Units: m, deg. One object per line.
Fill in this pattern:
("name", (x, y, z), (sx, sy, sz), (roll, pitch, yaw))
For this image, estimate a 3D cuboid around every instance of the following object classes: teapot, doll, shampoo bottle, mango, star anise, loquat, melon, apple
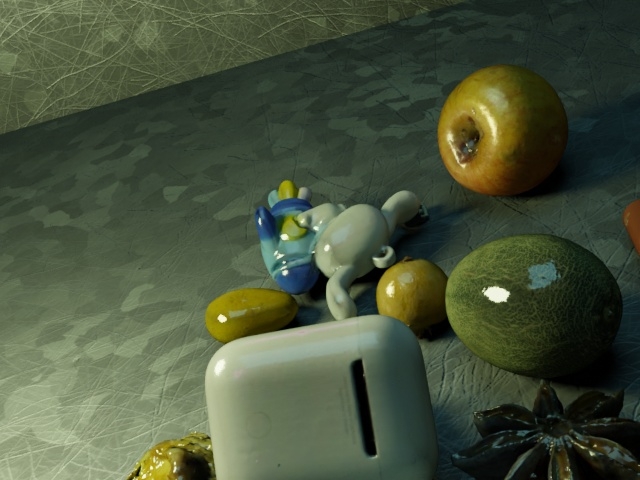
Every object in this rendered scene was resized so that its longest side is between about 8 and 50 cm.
("teapot", (0.207, -0.063, 2.456), (0.088, 0.066, 0.057), (-6, 43, -26))
("doll", (0.000, 0.008, 2.345), (0.365, 0.187, 0.376), (13, 28, 26))
("shampoo bottle", (0.647, 0.010, 2.062), (0.085, 0.085, 0.244), (-14, 31, 7))
("mango", (-0.141, 0.156, 2.229), (0.195, 0.098, 0.137), (-6, 28, 6))
("star anise", (0.363, 0.327, 1.643), (0.332, 0.117, 0.331), (-8, 25, 3))
("loquat", (0.181, 0.110, 2.082), (0.163, 0.163, 0.137), (-37, 14, -30))
("melon", (0.365, 0.112, 1.874), (0.248, 0.248, 0.329), (-38, 27, -32))
("apple", (0.419, -0.248, 2.433), (0.275, 0.299, 0.299), (-3, 17, -37))

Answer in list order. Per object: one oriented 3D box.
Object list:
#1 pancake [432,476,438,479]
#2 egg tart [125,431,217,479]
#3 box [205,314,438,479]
("pancake", (0.095, 0.438, 1.658), (0.212, 0.056, 0.257), (-10, 22, -1))
("egg tart", (-0.254, 0.419, 1.816), (0.297, 0.132, 0.297), (-18, 26, 9))
("box", (-0.001, 0.275, 1.674), (0.349, 0.288, 0.141), (-10, -12, 7))
